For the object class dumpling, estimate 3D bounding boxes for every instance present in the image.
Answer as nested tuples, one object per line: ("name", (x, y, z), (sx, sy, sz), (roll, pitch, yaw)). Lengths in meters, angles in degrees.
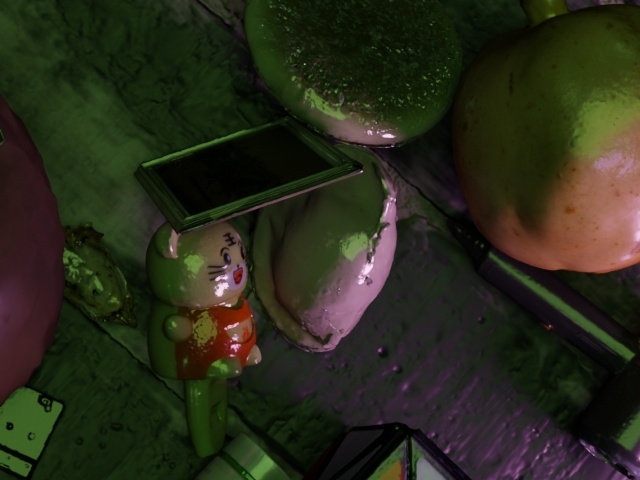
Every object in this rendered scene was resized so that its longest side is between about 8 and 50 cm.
("dumpling", (0.000, 0.000, 1.734), (0.172, 0.142, 0.247), (32, 117, 18))

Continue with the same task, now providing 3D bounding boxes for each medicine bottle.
("medicine bottle", (-0.120, 0.297, 1.710), (0.086, 0.086, 0.183), (46, 79, -4))

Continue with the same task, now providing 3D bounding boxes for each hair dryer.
("hair dryer", (0.271, 0.100, 1.805), (0.352, 0.107, 0.189), (36, 82, 2))

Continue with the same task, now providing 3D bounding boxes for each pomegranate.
("pomegranate", (0.278, -0.125, 1.714), (0.319, 0.319, 0.319), (1, 85, -10))

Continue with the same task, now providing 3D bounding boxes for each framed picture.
("framed picture", (-0.083, -0.076, 1.672), (0.197, 0.252, 0.014), (-19, 111, -11))

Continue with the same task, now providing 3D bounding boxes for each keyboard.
("keyboard", (-0.429, 0.151, 1.701), (0.310, 0.018, 0.100), (26, 80, -7))

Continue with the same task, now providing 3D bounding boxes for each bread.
("bread", (0.040, -0.220, 1.751), (0.267, 0.040, 0.267), (11, 57, -18))

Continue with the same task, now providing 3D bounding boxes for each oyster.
("oyster", (-0.252, 0.043, 1.738), (0.086, 0.029, 0.132), (-19, 92, -5))

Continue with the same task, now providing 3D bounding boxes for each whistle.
("whistle", (-0.124, 0.089, 1.701), (0.106, 0.131, 0.288), (2, 104, 25))

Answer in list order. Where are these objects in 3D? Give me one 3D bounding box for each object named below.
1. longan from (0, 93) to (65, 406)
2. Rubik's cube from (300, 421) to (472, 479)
("longan", (-0.455, -0.016, 1.523), (0.436, 0.404, 0.403), (9, 84, -15))
("Rubik's cube", (0.066, 0.353, 1.659), (0.246, 0.248, 0.250), (44, 78, -5))
